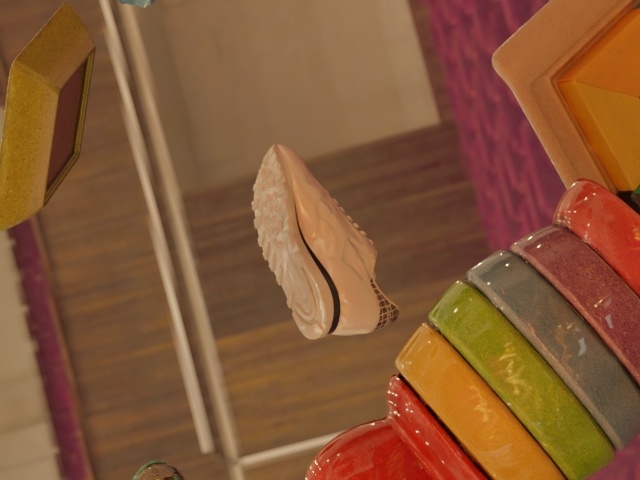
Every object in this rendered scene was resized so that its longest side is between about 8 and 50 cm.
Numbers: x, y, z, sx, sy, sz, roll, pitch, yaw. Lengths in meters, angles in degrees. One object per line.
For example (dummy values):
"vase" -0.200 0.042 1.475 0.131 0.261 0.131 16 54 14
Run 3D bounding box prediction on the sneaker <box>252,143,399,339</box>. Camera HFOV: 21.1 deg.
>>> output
"sneaker" 0.000 0.000 1.743 0.090 0.094 0.235 114 143 -49

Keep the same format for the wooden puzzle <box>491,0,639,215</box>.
"wooden puzzle" 0.265 -0.105 1.356 0.239 0.221 0.044 56 151 -15

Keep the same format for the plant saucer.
"plant saucer" -0.272 -0.120 1.728 0.188 0.045 0.188 -72 -5 -62

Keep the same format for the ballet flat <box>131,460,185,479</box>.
"ballet flat" -0.157 0.261 1.355 0.188 0.070 0.070 -61 14 22

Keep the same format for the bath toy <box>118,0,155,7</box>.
"bath toy" -0.063 -0.321 1.383 0.129 0.348 0.151 12 131 55

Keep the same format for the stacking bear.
"stacking bear" 0.113 0.111 1.112 0.175 0.289 0.164 47 178 45
